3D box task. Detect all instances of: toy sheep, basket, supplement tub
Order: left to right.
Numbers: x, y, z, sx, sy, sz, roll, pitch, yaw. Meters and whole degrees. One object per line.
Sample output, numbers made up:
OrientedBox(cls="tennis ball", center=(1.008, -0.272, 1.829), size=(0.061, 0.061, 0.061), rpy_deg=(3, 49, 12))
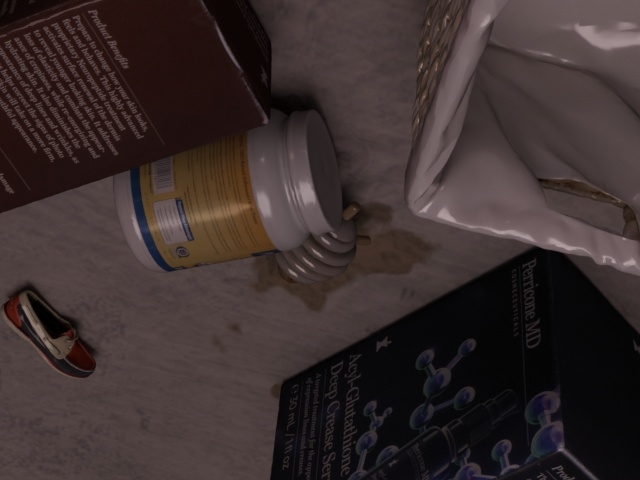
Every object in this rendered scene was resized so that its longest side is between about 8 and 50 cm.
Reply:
OrientedBox(cls="supplement tub", center=(-0.090, -0.052, 1.437), size=(0.199, 0.144, 0.144), rpy_deg=(-10, 130, 15))
OrientedBox(cls="toy sheep", center=(0.000, 0.000, 1.516), size=(0.091, 0.091, 0.132), rpy_deg=(29, 124, -19))
OrientedBox(cls="basket", center=(0.266, -0.177, 1.212), size=(0.328, 0.266, 0.331), rpy_deg=(13, 130, -6))

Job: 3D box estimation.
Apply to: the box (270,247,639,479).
OrientedBox(cls="box", center=(0.152, 0.243, 1.574), size=(0.395, 0.294, 0.212), rpy_deg=(-30, 123, 27))

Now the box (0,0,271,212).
OrientedBox(cls="box", center=(-0.254, -0.158, 1.347), size=(0.381, 0.143, 0.191), rpy_deg=(-16, 131, 15))

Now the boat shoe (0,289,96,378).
OrientedBox(cls="boat shoe", center=(-0.306, 0.109, 1.667), size=(0.043, 0.049, 0.137), rpy_deg=(-32, 116, 26))
